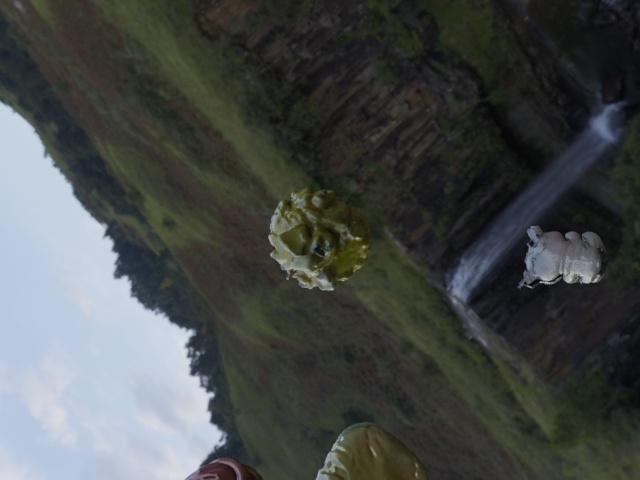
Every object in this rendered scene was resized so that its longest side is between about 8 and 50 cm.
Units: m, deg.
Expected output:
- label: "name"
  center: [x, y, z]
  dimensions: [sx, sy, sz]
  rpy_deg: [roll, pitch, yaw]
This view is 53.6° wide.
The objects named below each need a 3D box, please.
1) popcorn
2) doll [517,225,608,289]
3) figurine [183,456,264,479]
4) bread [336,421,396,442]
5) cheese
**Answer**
- label: "popcorn"
  center: [-0.002, -0.001, 1.302]
  dimensions: [0.218, 0.189, 0.169]
  rpy_deg: [30, 165, -7]
- label: "doll"
  center: [0.550, 0.044, 1.441]
  dimensions: [0.095, 0.192, 0.149]
  rpy_deg: [-22, -67, -71]
- label: "figurine"
  center: [-0.113, 0.353, 0.815]
  dimensions: [0.157, 0.114, 0.126]
  rpy_deg: [26, 129, 48]
- label: "bread"
  center: [0.118, 0.499, 1.549]
  dimensions: [0.193, 0.036, 0.112]
  rpy_deg: [5, -121, -20]
- label: "cheese"
  center: [0.099, 0.493, 1.249]
  dimensions: [0.226, 0.214, 0.117]
  rpy_deg: [44, 148, 8]
